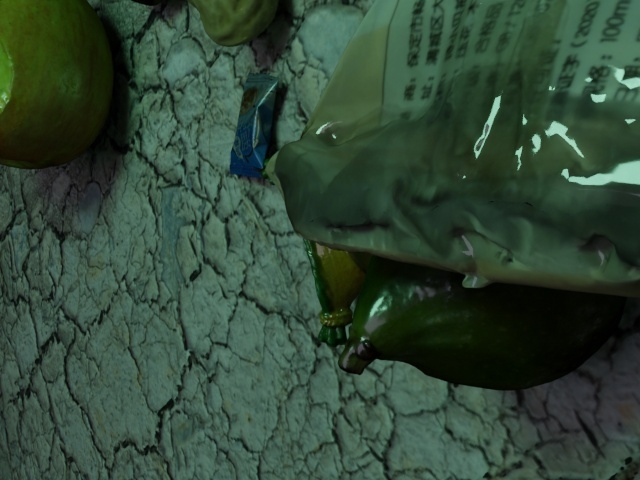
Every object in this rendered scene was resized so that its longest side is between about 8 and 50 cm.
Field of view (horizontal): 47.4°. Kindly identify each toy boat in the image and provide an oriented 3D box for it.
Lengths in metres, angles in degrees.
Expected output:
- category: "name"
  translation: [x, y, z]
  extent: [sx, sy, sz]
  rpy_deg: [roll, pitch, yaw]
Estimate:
- category: "toy boat"
  translation: [0.000, 0.000, 0.806]
  extent: [0.088, 0.089, 0.230]
  rpy_deg: [-28, 74, 28]

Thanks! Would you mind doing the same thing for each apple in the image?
- category: "apple"
  translation: [-0.497, -0.274, 1.153]
  extent: [0.339, 0.339, 0.340]
  rpy_deg: [1, 92, 46]

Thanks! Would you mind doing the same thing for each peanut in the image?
- category: "peanut"
  translation: [-0.130, -0.395, 0.904]
  extent: [0.153, 0.140, 0.325]
  rpy_deg: [-16, 85, 3]

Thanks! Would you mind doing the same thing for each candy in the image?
- category: "candy"
  translation: [-0.083, -0.149, 0.932]
  extent: [0.088, 0.038, 0.136]
  rpy_deg: [15, 95, 59]

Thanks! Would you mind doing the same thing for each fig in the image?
- category: "fig"
  translation: [0.119, 0.034, 0.579]
  extent: [0.195, 0.244, 0.196]
  rpy_deg: [29, 128, 45]

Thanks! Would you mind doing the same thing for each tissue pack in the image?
- category: "tissue pack"
  translation: [0.182, -0.133, 0.446]
  extent: [0.390, 0.195, 0.376]
  rpy_deg: [14, 58, 50]

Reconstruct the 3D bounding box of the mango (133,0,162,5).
- category: "mango"
  translation: [-0.261, -0.511, 1.030]
  extent: [0.176, 0.175, 0.330]
  rpy_deg: [-123, 29, -57]
